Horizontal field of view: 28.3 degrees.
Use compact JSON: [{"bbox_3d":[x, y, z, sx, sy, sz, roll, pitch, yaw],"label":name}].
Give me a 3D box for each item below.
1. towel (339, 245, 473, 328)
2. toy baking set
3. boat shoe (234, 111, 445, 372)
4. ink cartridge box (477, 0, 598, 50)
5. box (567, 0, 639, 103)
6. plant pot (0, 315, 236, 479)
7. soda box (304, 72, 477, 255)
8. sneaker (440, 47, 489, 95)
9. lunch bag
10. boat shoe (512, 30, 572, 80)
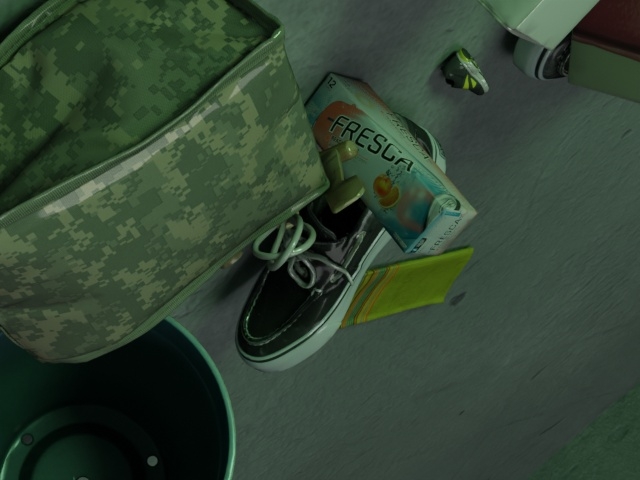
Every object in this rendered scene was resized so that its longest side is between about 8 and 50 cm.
[{"bbox_3d":[0.099,0.063,1.611,0.237,0.021,0.102,-11,144,-44],"label":"towel"},{"bbox_3d":[-0.044,-0.018,1.096,0.256,0.030,0.197,-23,-157,32],"label":"toy baking set"},{"bbox_3d":[0.003,0.002,1.287,0.306,0.113,0.105,-47,147,11],"label":"boat shoe"},{"bbox_3d":[0.192,-0.286,1.008,0.219,0.160,0.092,-47,155,19],"label":"ink cartridge box"},{"bbox_3d":[0.330,-0.254,1.171,0.148,0.126,0.232,-18,119,-35],"label":"box"},{"bbox_3d":[-0.227,0.212,1.185,0.271,0.272,0.255,-29,167,-19],"label":"plant pot"},{"bbox_3d":[0.058,-0.070,1.155,0.063,0.183,0.058,4,131,-53],"label":"soda box"},{"bbox_3d":[0.145,-0.168,1.293,0.035,0.031,0.083,-29,152,12],"label":"sneaker"},{"bbox_3d":[-0.157,-0.051,0.930,0.287,0.169,0.235,-39,156,-9],"label":"lunch bag"},{"bbox_3d":[0.358,-0.236,1.348,0.335,0.119,0.121,-26,151,-25],"label":"boat shoe"}]
